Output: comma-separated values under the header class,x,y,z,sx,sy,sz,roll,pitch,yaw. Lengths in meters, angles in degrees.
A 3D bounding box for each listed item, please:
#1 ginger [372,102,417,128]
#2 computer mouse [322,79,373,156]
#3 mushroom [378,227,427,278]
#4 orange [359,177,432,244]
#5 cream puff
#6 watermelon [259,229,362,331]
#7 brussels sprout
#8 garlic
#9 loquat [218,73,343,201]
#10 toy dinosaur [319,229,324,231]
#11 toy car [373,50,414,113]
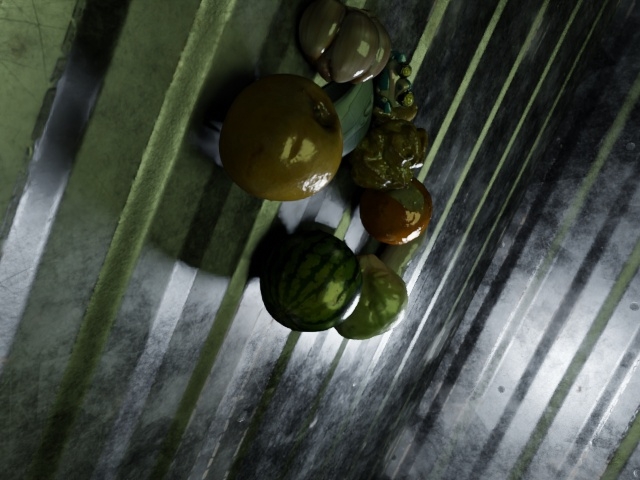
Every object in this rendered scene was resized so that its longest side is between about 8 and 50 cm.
class,x,y,z,sx,sy,sz,roll,pitch,yaw
ginger,0.228,-0.371,1.653,0.206,0.081,0.115,-19,101,-38
computer mouse,0.050,-0.314,1.413,0.371,0.122,0.188,-47,147,-27
mushroom,0.317,0.037,2.080,0.396,0.126,0.177,-60,169,1
orange,0.243,-0.105,1.740,0.240,0.240,0.239,-36,141,-35
cream puff,0.198,-0.244,1.569,0.244,0.244,0.195,6,83,-57
watermelon,-0.025,0.114,1.488,0.285,0.285,0.285,-36,141,-35
brussels sprout,0.168,0.202,1.880,0.242,0.274,0.316,-113,-144,-80
garlic,0.063,-0.463,1.262,0.214,0.160,0.191,-8,116,-57
loquat,-0.086,-0.208,1.157,0.275,0.275,0.274,-36,141,-35
toy dinosaur,0.000,0.000,1.655,0.154,0.049,0.055,-6,118,-47
toy car,0.192,-0.446,1.512,0.098,0.126,0.161,-26,132,-19
